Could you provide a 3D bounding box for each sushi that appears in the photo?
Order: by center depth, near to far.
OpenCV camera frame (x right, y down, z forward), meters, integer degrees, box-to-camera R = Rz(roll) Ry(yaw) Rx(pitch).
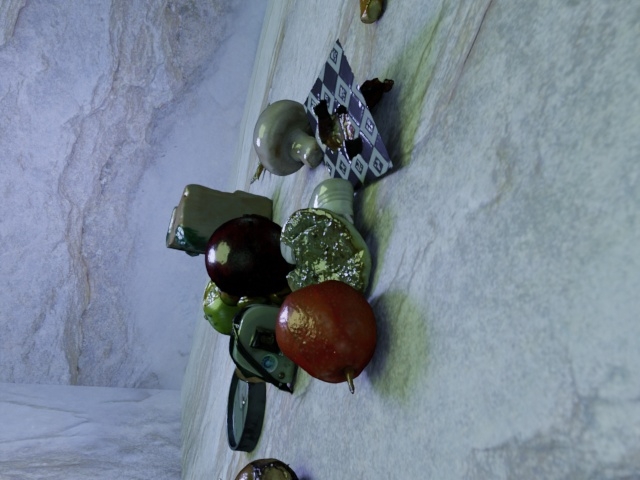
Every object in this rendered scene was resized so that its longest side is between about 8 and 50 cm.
[{"bbox_3d":[0.071,-0.266,0.985,0.294,0.059,0.292,70,160,3],"label":"sushi"}]

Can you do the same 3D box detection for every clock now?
[{"bbox_3d":[-0.274,0.587,1.508,0.319,0.066,0.319,-169,90,-68],"label":"clock"}]

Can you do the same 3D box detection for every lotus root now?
[{"bbox_3d":[-0.140,0.630,1.009,0.141,0.169,0.314,-84,13,-60],"label":"lotus root"}]

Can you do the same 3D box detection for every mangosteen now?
[{"bbox_3d":[-0.217,0.070,1.320,0.311,0.311,0.312,-169,90,-69],"label":"mangosteen"}]

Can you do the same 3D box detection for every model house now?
[{"bbox_3d":[-0.431,-0.013,1.754,0.342,0.381,0.335,-44,38,48],"label":"model house"}]

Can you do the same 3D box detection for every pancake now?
[{"bbox_3d":[0.007,0.045,0.936,0.253,0.037,0.254,10,107,35],"label":"pancake"}]

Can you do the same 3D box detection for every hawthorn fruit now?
[{"bbox_3d":[0.022,0.190,0.801,0.197,0.196,0.226,-64,38,34],"label":"hawthorn fruit"}]

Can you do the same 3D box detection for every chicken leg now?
[{"bbox_3d":[0.114,-0.336,0.998,0.219,0.048,0.090,146,127,-61],"label":"chicken leg"}]

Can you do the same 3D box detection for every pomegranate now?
[{"bbox_3d":[-0.296,0.211,1.563,0.301,0.236,0.236,-40,24,-3],"label":"pomegranate"}]

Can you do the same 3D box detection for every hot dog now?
[{"bbox_3d":[0.131,-0.701,1.112,0.083,0.068,0.289,92,176,-70],"label":"hot dog"}]

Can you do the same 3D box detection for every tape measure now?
[{"bbox_3d":[-0.159,0.300,1.174,0.115,0.207,0.236,-8,70,65],"label":"tape measure"}]

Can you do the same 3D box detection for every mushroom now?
[{"bbox_3d":[-0.079,-0.308,1.306,0.243,0.243,0.244,-169,90,-69],"label":"mushroom"}]

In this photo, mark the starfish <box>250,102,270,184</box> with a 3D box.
[{"bbox_3d":[-0.256,-0.428,1.932,0.358,0.078,0.348,159,120,-65],"label":"starfish"}]

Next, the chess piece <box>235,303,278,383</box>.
[{"bbox_3d":[-0.191,0.310,1.391,0.301,0.137,0.137,-86,20,-47],"label":"chess piece"}]

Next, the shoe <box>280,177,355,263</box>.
[{"bbox_3d":[0.000,0.000,1.040,0.316,0.124,0.159,-59,37,44],"label":"shoe"}]

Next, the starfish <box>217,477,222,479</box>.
[{"bbox_3d":[-0.112,0.704,0.856,0.398,0.132,0.384,22,123,50],"label":"starfish"}]
